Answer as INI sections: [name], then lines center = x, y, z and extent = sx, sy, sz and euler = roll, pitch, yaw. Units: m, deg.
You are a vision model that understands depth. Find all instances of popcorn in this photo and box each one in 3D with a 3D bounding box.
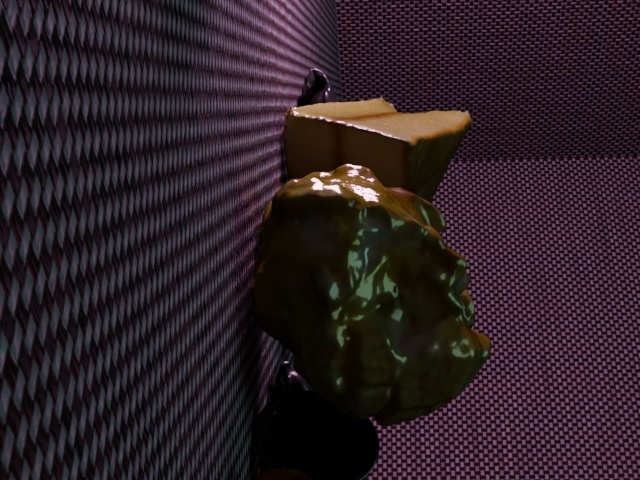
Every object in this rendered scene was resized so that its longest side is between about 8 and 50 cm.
[popcorn]
center = 0.045, 0.073, 1.520
extent = 0.292, 0.293, 0.334
euler = -21, -86, 58

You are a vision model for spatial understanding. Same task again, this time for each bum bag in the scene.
[bum bag]
center = 0.033, -0.162, 2.302
extent = 0.144, 0.095, 0.340
euler = 116, -46, -68

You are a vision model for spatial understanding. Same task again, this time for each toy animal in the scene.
[toy animal]
center = -0.040, 0.235, 1.714
extent = 0.233, 0.084, 0.148
euler = 53, 18, -74

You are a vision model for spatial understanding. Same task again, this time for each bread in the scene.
[bread]
center = 0.115, -0.203, 2.105
extent = 0.245, 0.233, 0.362
euler = 85, 28, -43

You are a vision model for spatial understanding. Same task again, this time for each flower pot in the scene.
[flower pot]
center = -0.011, 0.279, 1.521
extent = 0.157, 0.157, 0.107
euler = -87, -175, -49

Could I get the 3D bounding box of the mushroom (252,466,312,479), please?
[mushroom]
center = -0.003, 0.390, 1.260
extent = 0.267, 0.254, 0.267
euler = -62, 172, -16
